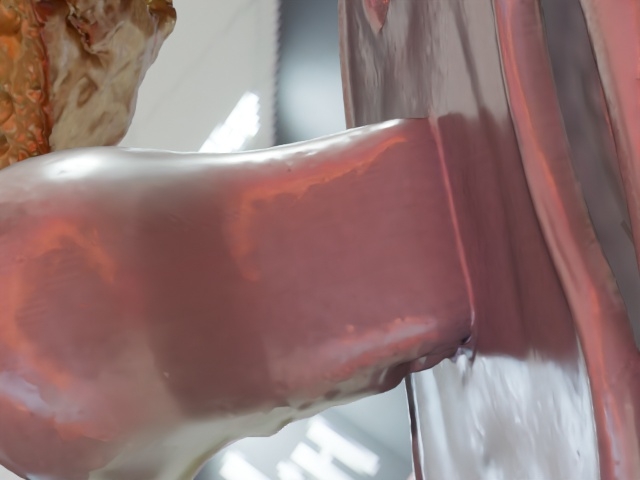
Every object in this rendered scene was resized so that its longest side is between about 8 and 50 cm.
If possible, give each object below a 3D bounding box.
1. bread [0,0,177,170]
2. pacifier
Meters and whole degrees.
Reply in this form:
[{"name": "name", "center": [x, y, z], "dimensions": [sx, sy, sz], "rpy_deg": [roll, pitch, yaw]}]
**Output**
[{"name": "bread", "center": [-0.192, -0.195, 1.095], "dimensions": [0.179, 0.194, 0.340], "rpy_deg": [-39, -47, -54]}, {"name": "pacifier", "center": [0.000, 0.000, 0.458], "dimensions": [0.207, 0.279, 0.227], "rpy_deg": [-8, -18, -7]}]
